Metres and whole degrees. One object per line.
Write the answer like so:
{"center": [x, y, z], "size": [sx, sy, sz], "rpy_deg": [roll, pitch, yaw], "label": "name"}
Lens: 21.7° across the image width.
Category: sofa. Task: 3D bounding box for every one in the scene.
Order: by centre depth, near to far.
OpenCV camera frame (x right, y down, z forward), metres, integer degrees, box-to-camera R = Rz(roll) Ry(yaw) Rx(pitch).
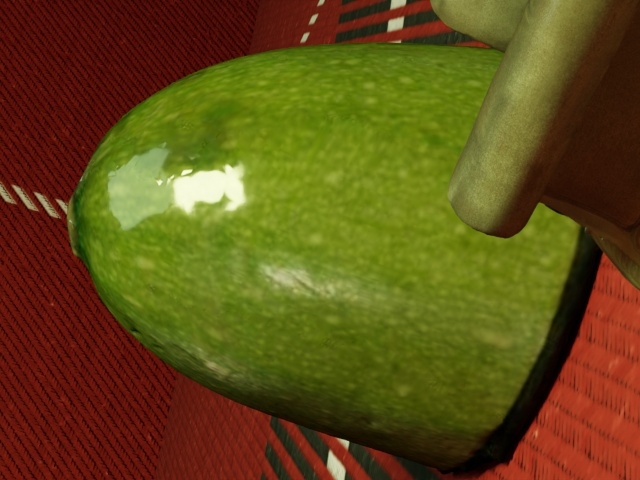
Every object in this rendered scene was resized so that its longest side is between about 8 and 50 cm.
{"center": [0.116, -0.129, 0.797], "size": [0.258, 0.182, 0.200], "rpy_deg": [-88, 16, -57], "label": "sofa"}

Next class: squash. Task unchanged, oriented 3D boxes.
{"center": [-0.004, -0.027, 1.123], "size": [0.310, 0.309, 0.310], "rpy_deg": [-161, 90, -81], "label": "squash"}
